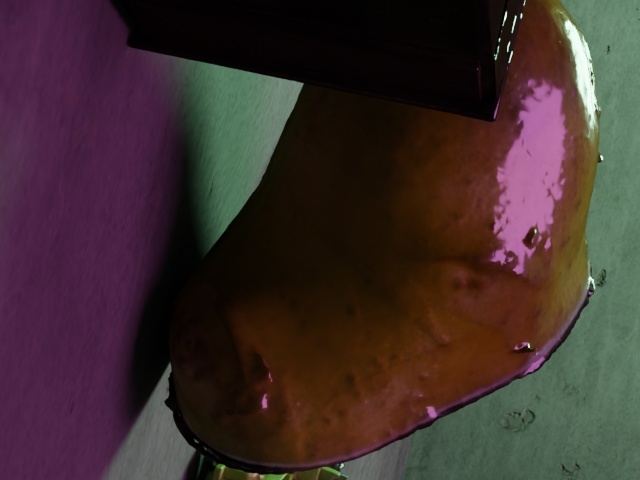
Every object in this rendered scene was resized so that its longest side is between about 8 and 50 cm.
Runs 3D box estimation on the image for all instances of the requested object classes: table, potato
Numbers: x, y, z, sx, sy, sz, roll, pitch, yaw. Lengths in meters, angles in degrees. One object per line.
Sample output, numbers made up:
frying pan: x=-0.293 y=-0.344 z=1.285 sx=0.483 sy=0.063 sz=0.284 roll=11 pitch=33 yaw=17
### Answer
table: x=-0.001 y=-0.225 z=0.912 sx=0.282 sy=0.250 sz=0.196 roll=65 pitch=40 yaw=-73
potato: x=0.036 y=-0.049 z=1.241 sx=0.290 sy=0.397 sz=0.296 roll=-124 pitch=-161 yaw=-50

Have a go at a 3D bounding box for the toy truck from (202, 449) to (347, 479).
toy truck: x=-0.036 y=0.242 z=1.570 sx=0.259 sy=0.135 sz=0.128 roll=-47 pitch=148 yaw=-75
